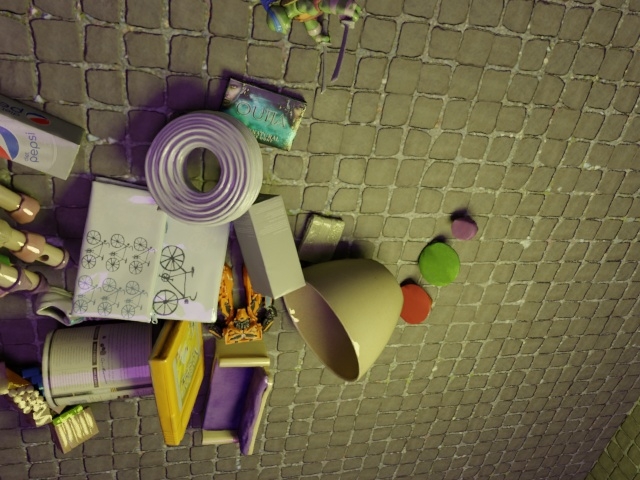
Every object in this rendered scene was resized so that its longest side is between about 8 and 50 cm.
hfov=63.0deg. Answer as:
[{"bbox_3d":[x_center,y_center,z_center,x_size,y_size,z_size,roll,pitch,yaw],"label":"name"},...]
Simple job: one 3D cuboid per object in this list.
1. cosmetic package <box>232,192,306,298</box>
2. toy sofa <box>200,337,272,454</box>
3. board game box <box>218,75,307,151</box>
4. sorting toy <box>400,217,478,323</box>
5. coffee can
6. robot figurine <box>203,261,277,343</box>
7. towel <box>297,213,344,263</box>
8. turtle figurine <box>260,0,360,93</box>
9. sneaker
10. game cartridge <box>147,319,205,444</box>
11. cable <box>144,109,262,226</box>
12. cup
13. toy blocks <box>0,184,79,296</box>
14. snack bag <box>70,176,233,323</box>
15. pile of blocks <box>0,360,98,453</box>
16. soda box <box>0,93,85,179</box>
[{"bbox_3d":[-0.131,0.013,1.280,0.107,0.127,0.238,-25,109,-29],"label":"cosmetic package"},{"bbox_3d":[-0.262,0.475,1.572,0.150,0.177,0.362,5,121,-20],"label":"toy sofa"},{"bbox_3d":[-0.137,-0.288,1.200,0.186,0.026,0.126,12,119,-23],"label":"board game box"},{"bbox_3d":[0.366,0.090,1.568,0.126,0.127,0.365,1,124,-52],"label":"sorting toy"},{"bbox_3d":[-0.552,0.316,1.368,0.275,0.201,0.201,-3,123,-14],"label":"coffee can"},{"bbox_3d":[-0.224,0.175,1.442,0.211,0.085,0.291,-7,124,-11],"label":"robot figurine"},{"bbox_3d":[0.000,0.000,1.427,0.110,0.027,0.148,10,119,-23],"label":"towel"},{"bbox_3d":[0.046,-0.451,1.045,0.266,0.274,0.198,-40,168,2],"label":"turtle figurine"},{"bbox_3d":[-0.610,0.184,1.330,0.212,0.094,0.080,13,116,-24],"label":"sneaker"},{"bbox_3d":[-0.366,0.330,1.382,0.053,0.285,0.323,3,123,3],"label":"game cartridge"},{"bbox_3d":[-0.257,-0.158,1.150,0.257,0.089,0.257,14,100,8],"label":"cable"},{"bbox_3d":[0.084,0.178,1.425,0.237,0.331,0.331,-32,129,-24],"label":"cup"},{"bbox_3d":[-0.696,0.089,1.132,0.288,0.309,0.260,-32,151,3],"label":"toy blocks"},{"bbox_3d":[-0.385,0.039,1.244,0.342,0.037,0.323,10,88,-22],"label":"snack bag"},{"bbox_3d":[-0.784,0.440,1.459,0.112,0.149,0.362,-7,127,43],"label":"pile of blocks"},{"bbox_3d":[-0.638,-0.229,1.051,0.286,0.098,0.091,22,114,-28],"label":"soda box"}]
